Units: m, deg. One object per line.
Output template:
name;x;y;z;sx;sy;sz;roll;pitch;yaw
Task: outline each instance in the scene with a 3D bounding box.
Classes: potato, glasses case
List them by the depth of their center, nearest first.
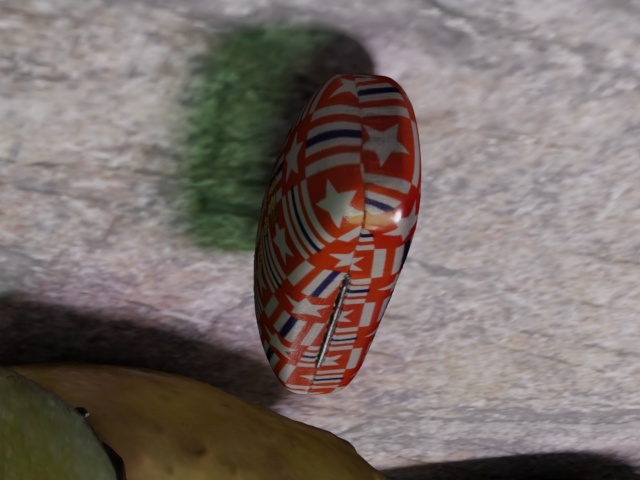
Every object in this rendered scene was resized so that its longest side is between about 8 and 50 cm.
glasses case;0.000;0.000;0.635;0.049;0.073;0.194;0;155;-7
potato;-0.084;0.184;0.859;0.237;0.289;0.300;-8;125;-47

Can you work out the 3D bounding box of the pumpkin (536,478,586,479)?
pumpkin;0.142;0.290;1.090;0.303;0.256;0.225;-29;151;-8
